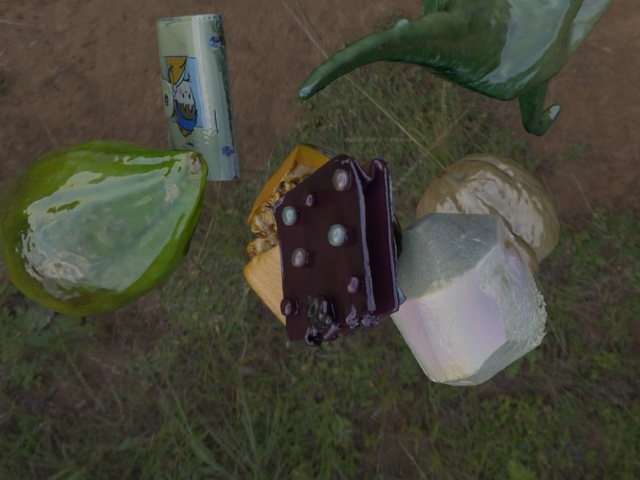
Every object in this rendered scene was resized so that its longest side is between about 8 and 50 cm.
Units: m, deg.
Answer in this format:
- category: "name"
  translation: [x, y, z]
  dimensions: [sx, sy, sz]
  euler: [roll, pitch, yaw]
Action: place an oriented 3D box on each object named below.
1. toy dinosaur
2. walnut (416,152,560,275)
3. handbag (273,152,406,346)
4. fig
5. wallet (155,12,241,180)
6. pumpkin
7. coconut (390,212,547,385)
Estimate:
- category: "toy dinosaur"
  translation: [0.105, -0.109, 0.560]
  dimensions: [0.087, 0.447, 0.301]
  euler: [50, 144, 14]
- category: "walnut"
  translation: [0.430, -0.041, 2.130]
  dimensions: [0.381, 0.381, 0.381]
  euler: [-1, 111, -2]
- category: "handbag"
  translation: [0.013, 0.017, 1.014]
  dimensions: [0.074, 0.203, 0.216]
  euler: [7, 70, -30]
- category: "fig"
  translation: [-0.196, -0.019, 0.791]
  dimensions: [0.233, 0.167, 0.167]
  euler: [-15, 111, 8]
- category: "wallet"
  translation: [-0.124, -0.140, 0.796]
  dimensions: [0.039, 0.110, 0.155]
  euler: [-15, 108, -32]
- category: "pumpkin"
  translation: [0.000, 0.000, 1.470]
  dimensions: [0.256, 0.303, 0.225]
  euler: [31, 128, -26]
- category: "coconut"
  translation: [0.261, 0.089, 1.544]
  dimensions: [0.297, 0.297, 0.310]
  euler: [-27, 107, 7]
